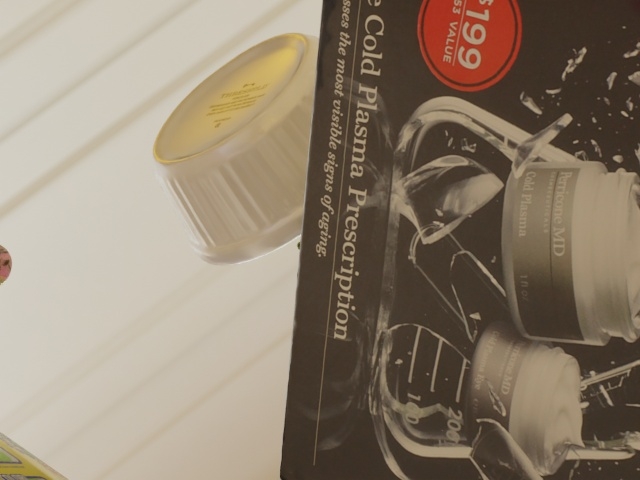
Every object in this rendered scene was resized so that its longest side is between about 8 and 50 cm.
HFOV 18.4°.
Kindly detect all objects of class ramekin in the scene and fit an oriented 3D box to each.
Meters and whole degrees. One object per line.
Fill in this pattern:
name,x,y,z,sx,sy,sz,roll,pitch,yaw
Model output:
ramekin,-0.062,-0.109,2.132,0.127,0.273,0.273,50,-8,-24

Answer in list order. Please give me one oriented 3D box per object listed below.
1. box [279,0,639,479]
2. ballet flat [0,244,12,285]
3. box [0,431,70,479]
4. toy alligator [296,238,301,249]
box,0.161,0.001,1.120,0.312,0.179,0.343,13,-76,35
ballet flat,-0.400,0.013,1.822,0.079,0.221,0.077,80,15,-55
box,-0.272,0.287,1.337,0.279,0.290,0.177,32,4,18
toy alligator,0.000,0.000,1.973,0.056,0.051,0.189,58,19,-2
